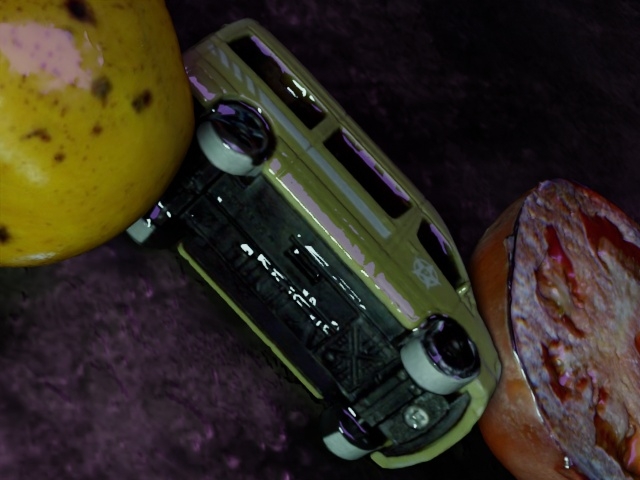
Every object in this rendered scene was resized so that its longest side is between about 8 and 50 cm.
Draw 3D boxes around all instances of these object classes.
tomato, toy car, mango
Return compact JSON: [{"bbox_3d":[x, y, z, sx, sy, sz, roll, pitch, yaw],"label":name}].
[{"bbox_3d":[0.151,0.078,1.059,0.225,0.085,0.225,30,48,-40],"label":"tomato"},{"bbox_3d":[0.000,0.000,0.985,0.256,0.101,0.124,47,39,-2],"label":"toy car"},{"bbox_3d":[-0.178,-0.119,0.867,0.191,0.160,0.290,-11,67,-20],"label":"mango"}]
